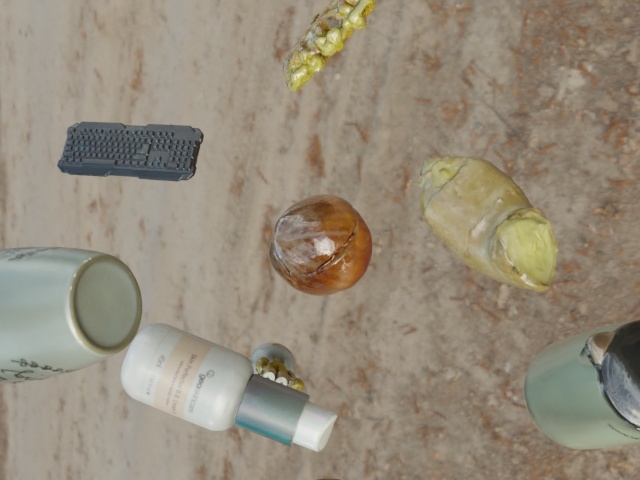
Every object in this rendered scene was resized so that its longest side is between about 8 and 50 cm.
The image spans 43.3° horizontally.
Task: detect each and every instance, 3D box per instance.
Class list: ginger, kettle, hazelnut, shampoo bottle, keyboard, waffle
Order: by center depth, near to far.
[{"bbox_3d":[-0.081,0.138,0.722,0.192,0.074,0.074,22,122,7],"label":"shampoo bottle"},{"bbox_3d":[0.423,0.207,1.094,0.240,0.165,0.255,27,161,2],"label":"kettle"},{"bbox_3d":[0.247,-0.028,1.176,0.267,0.138,0.152,43,169,32],"label":"ginger"},{"bbox_3d":[0.000,0.000,1.353,0.182,0.182,0.182,15,109,52],"label":"hazelnut"},{"bbox_3d":[0.039,-0.381,1.358,0.068,0.325,0.302,42,171,-12],"label":"waffle"},{"bbox_3d":[-0.330,-0.157,1.394,0.262,0.016,0.106,5,69,15],"label":"keyboard"}]

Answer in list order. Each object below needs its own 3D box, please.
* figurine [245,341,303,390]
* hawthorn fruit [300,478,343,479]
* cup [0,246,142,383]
[{"bbox_3d":[-0.076,0.193,1.218,0.101,0.143,0.068,24,92,18],"label":"figurine"},{"bbox_3d":[0.039,0.513,0.992,0.471,0.471,0.472,15,109,52],"label":"hawthorn fruit"},{"bbox_3d":[-0.350,0.100,1.115,0.234,0.258,0.186,-8,79,28],"label":"cup"}]
